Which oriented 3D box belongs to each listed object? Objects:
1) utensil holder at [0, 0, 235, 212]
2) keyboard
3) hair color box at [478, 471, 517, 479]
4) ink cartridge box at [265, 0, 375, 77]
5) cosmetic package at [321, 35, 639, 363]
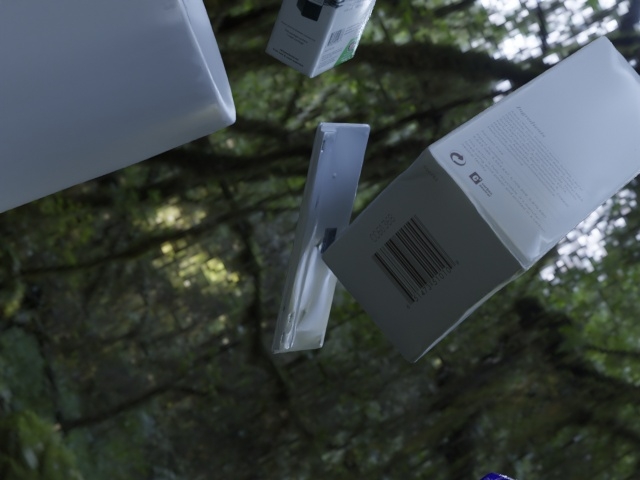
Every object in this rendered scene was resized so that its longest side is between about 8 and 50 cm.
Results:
[{"bbox_3d":[-0.320,-0.203,1.298,0.327,0.386,0.327,-18,90,-87],"label":"utensil holder"},{"bbox_3d":[0.000,0.000,1.278,0.014,0.072,0.256,26,-69,39],"label":"keyboard"},{"bbox_3d":[0.034,0.305,0.709,0.110,0.339,0.185,1,-63,63],"label":"hair color box"},{"bbox_3d":[0.019,-0.360,1.766,0.087,0.153,0.208,32,-59,14],"label":"ink cartridge box"},{"bbox_3d":[0.206,-0.053,1.305,0.156,0.385,0.217,51,-43,7],"label":"cosmetic package"}]
